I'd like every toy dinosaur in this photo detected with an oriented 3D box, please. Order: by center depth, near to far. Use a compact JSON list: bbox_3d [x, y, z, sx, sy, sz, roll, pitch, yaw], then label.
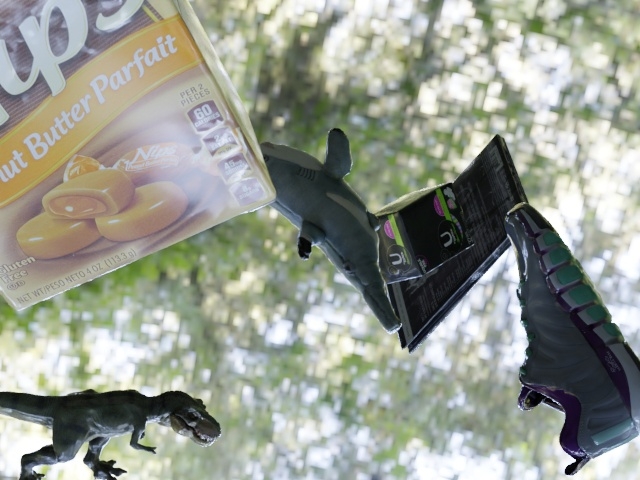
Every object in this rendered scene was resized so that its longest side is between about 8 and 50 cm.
[{"bbox_3d":[-0.232,0.184,1.564,0.268,0.118,0.064,3,-147,-10],"label":"toy dinosaur"}]

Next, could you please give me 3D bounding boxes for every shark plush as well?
[{"bbox_3d":[0.000,0.000,1.141,0.067,0.073,0.161,-15,-104,-47],"label":"shark plush"}]

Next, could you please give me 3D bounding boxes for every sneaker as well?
[{"bbox_3d":[0.174,0.070,1.271,0.098,0.083,0.224,-33,-128,8],"label":"sneaker"}]

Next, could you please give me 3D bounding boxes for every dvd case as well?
[{"bbox_3d":[0.152,0.004,1.892,0.018,0.221,0.164,28,-152,-26],"label":"dvd case"}]

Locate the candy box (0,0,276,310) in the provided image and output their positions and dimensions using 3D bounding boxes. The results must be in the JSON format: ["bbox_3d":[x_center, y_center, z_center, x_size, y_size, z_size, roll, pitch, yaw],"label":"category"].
[{"bbox_3d":[-0.164,-0.105,0.931,0.183,0.316,0.088,-24,-128,3],"label":"candy box"}]

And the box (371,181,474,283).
[{"bbox_3d":[0.083,-0.006,1.445,0.052,0.062,0.083,-14,-170,44],"label":"box"}]
